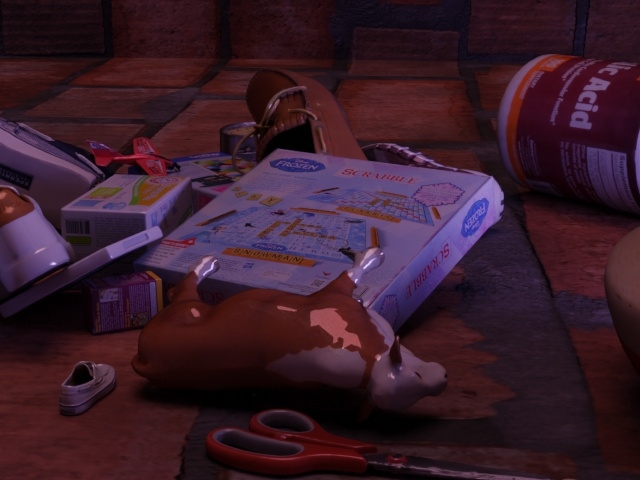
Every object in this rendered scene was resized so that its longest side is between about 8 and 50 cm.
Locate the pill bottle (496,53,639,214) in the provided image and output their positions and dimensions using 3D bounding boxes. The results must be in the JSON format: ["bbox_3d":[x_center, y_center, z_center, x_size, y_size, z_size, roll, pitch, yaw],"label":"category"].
[{"bbox_3d":[0.476,-0.152,1.913,0.224,0.224,0.392,-12,19,-38],"label":"pill bottle"}]

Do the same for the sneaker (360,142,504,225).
[{"bbox_3d":[0.109,-0.067,1.840,0.281,0.106,0.162,12,22,34],"label":"sneaker"}]

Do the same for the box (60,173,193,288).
[{"bbox_3d":[-0.241,-0.014,1.636,0.114,0.103,0.203,3,16,9],"label":"box"}]

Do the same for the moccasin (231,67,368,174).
[{"bbox_3d":[-0.037,-0.132,1.846,0.147,0.139,0.380,8,39,-30],"label":"moccasin"}]

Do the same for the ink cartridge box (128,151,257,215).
[{"bbox_3d":[-0.165,-0.084,1.978,0.186,0.065,0.311,-13,18,-39],"label":"ink cartridge box"}]

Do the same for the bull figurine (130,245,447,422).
[{"bbox_3d":[-0.026,0.089,1.237,0.310,0.101,0.188,1,28,15],"label":"bull figurine"}]

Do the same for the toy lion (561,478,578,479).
[{"bbox_3d":[0.159,0.217,0.953,0.100,0.034,0.096,-1,23,-5],"label":"toy lion"}]

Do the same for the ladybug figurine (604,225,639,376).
[{"bbox_3d":[0.416,0.082,1.187,0.305,0.162,0.449,6,16,17],"label":"ladybug figurine"}]

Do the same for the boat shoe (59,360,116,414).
[{"bbox_3d":[-0.225,0.134,1.233,0.035,0.035,0.100,4,16,15],"label":"boat shoe"}]

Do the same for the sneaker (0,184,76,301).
[{"bbox_3d":[-0.344,-0.006,1.440,0.106,0.123,0.290,-32,3,-18],"label":"sneaker"}]

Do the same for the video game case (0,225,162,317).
[{"bbox_3d":[-0.273,0.035,1.466,0.157,0.019,0.143,-27,2,19],"label":"video game case"}]

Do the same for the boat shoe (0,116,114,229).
[{"bbox_3d":[-0.465,-0.120,1.878,0.340,0.127,0.158,28,11,-1],"label":"boat shoe"}]

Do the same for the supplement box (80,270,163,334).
[{"bbox_3d":[-0.222,0.069,1.432,0.083,0.055,0.043,-7,15,-25],"label":"supplement box"}]

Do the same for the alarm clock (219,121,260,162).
[{"bbox_3d":[-0.118,-0.168,2.268,0.129,0.064,0.192,3,13,8],"label":"alarm clock"}]

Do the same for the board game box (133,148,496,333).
[{"bbox_3d":[0.000,0.000,1.520,0.319,0.066,0.318,10,34,31],"label":"board game box"}]

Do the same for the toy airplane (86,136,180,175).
[{"bbox_3d":[-0.281,-0.122,1.914,0.151,0.028,0.151,18,20,-7],"label":"toy airplane"}]

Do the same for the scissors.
[{"bbox_3d":[0.043,0.190,1.073,0.297,0.021,0.109,10,16,30],"label":"scissors"}]
